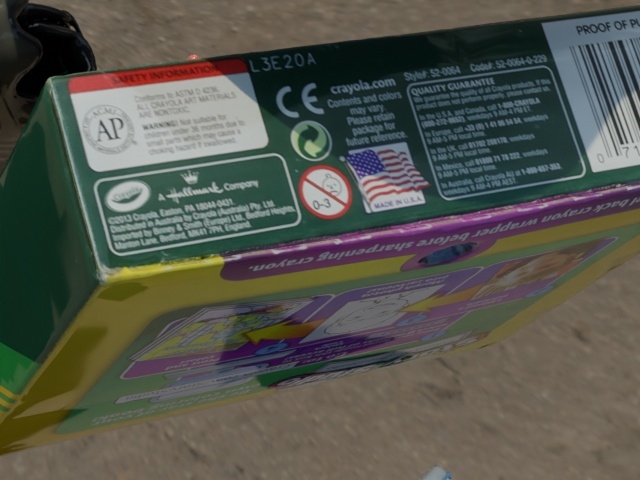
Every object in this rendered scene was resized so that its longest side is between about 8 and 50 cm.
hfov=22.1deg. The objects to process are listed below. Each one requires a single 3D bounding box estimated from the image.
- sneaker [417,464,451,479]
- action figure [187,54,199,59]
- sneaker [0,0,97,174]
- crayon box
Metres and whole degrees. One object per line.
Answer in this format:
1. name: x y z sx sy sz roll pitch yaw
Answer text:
1. sneaker: 0.036 0.241 1.328 0.083 0.071 0.190 33 52 16
2. action figure: -0.135 -0.118 1.526 0.038 0.030 0.115 19 93 -32
3. sneaker: -0.194 -0.088 1.019 0.130 0.286 0.109 -19 88 3
4. crayon box: 0.000 0.000 0.886 0.363 0.313 0.106 -10 74 -26
